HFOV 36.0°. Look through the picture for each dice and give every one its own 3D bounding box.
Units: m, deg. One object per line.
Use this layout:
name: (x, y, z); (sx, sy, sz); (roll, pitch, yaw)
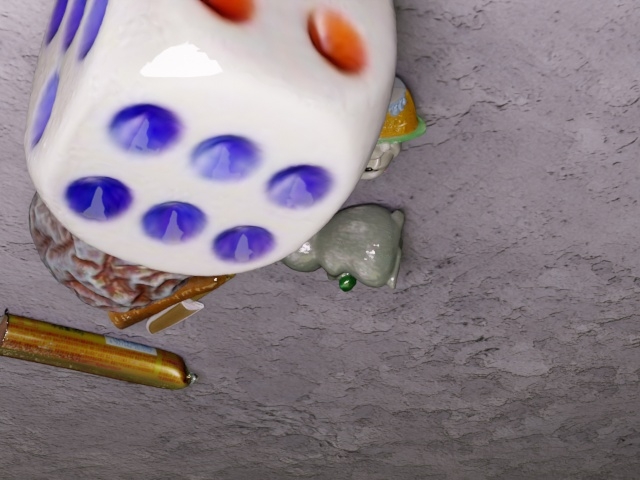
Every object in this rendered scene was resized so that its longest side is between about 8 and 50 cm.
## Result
dice: (-0.111, -0.166, 0.944); (0.277, 0.304, 0.304); (20, 141, -28)

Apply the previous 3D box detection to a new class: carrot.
carrot: (-0.237, 0.083, 1.551); (0.210, 0.061, 0.061); (-20, 143, 20)

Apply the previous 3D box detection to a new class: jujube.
jujube: (-0.220, -0.039, 1.213); (0.226, 0.226, 0.317); (26, 141, -36)

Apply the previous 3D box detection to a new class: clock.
clock: (0.014, -0.133, 1.187); (0.231, 0.103, 0.144); (2, 138, -8)

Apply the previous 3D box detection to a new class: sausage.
sausage: (-0.377, 0.198, 1.707); (0.372, 0.082, 0.082); (18, 142, -29)

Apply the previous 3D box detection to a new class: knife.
knife: (-0.215, 0.107, 1.618); (0.046, 0.022, 0.256); (21, 141, -36)

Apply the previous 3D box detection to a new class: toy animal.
toy animal: (0.007, -0.001, 1.413); (0.236, 0.108, 0.138); (15, 106, 11)
